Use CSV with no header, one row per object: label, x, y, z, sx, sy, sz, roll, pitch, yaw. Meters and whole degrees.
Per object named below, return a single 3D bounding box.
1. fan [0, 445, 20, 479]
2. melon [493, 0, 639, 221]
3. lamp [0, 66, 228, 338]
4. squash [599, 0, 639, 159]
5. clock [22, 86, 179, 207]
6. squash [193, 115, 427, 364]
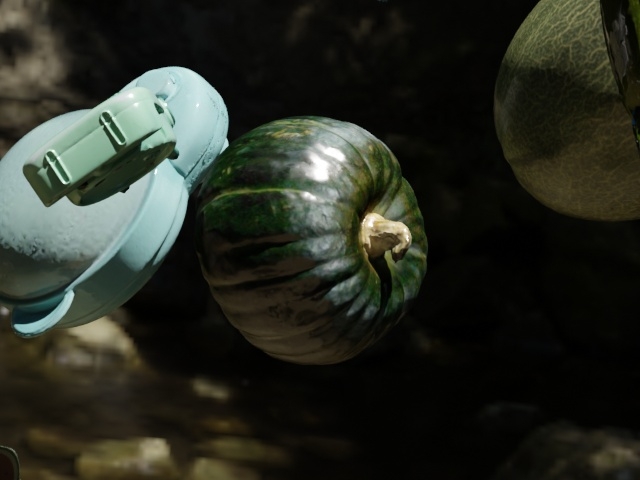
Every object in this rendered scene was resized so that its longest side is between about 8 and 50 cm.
fan,-0.198,0.158,0.936,0.005,0.085,0.133,35,7,26
melon,0.296,-0.147,1.397,0.302,0.237,0.237,-32,-4,13
lamp,-0.199,-0.042,1.410,0.284,0.147,0.209,-37,39,-21
squash,0.188,-0.162,0.854,0.087,0.331,0.087,1,-30,1
clock,-0.143,-0.062,1.092,0.101,0.041,0.135,-35,-6,9
squash,-0.005,-0.001,1.309,0.172,0.218,0.218,-27,-7,19
